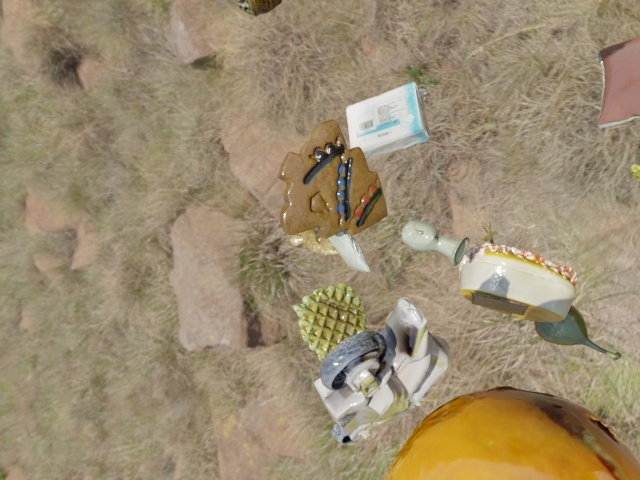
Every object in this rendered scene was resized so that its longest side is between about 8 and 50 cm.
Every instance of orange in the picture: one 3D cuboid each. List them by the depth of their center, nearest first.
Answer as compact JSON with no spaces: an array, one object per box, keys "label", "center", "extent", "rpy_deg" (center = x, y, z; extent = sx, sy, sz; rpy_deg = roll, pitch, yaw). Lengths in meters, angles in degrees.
[{"label":"orange","center":[0.175,0.254,0.445],"extent":[0.246,0.246,0.245],"rpy_deg":[11,108,35]}]

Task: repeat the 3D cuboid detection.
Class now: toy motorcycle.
[{"label":"toy motorcycle","center":[0.100,0.194,0.747],"extent":[0.107,0.223,0.340],"rpy_deg":[52,166,33]}]

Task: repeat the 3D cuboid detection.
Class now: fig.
[{"label":"fig","center":[0.798,0.304,1.618],"extent":[0.259,0.152,0.151],"rpy_deg":[51,128,34]}]

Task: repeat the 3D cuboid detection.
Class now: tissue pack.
[{"label":"tissue pack","center":[0.237,-0.415,1.817],"extent":[0.271,0.124,0.201],"rpy_deg":[-14,69,25]}]

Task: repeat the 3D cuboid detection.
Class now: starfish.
[{"label":"starfish","center":[0.478,-0.013,1.453],"extent":[0.016,0.086,0.092],"rpy_deg":[-7,125,55]}]

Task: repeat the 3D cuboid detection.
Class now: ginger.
[{"label":"ginger","center":[0.000,0.000,1.677],"extent":[0.193,0.176,0.052],"rpy_deg":[-20,120,0]}]

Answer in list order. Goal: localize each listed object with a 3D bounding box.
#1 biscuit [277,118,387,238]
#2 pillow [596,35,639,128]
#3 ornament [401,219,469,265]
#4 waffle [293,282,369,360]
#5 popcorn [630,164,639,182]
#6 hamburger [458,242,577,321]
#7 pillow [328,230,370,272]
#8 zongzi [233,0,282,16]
[{"label":"biscuit","center":[0.044,-0.119,1.171],"extent":[0.043,0.302,0.277],"rpy_deg":[10,82,60]},{"label":"pillow","center":[0.649,-0.327,1.035],"extent":[0.171,0.075,0.179],"rpy_deg":[-3,79,58]},{"label":"ornament","center":[0.262,-0.002,1.206],"extent":[0.156,0.081,0.074],"rpy_deg":[26,88,35]},{"label":"waffle","center":[0.036,0.229,1.468],"extent":[0.207,0.214,0.054],"rpy_deg":[65,153,-4]},{"label":"popcorn","center":[0.856,-0.173,1.344],"extent":[0.083,0.068,0.059],"rpy_deg":[25,146,27]},{"label":"hamburger","center":[0.511,0.111,1.346],"extent":[0.296,0.227,0.151],"rpy_deg":[15,71,4]},{"label":"pillow","center":[0.053,-0.006,1.388],"extent":[0.229,0.051,0.128],"rpy_deg":[55,169,-13]},{"label":"zongzi","center":[-0.133,-0.629,1.046],"extent":[0.288,0.134,0.286],"rpy_deg":[0,136,49]}]
